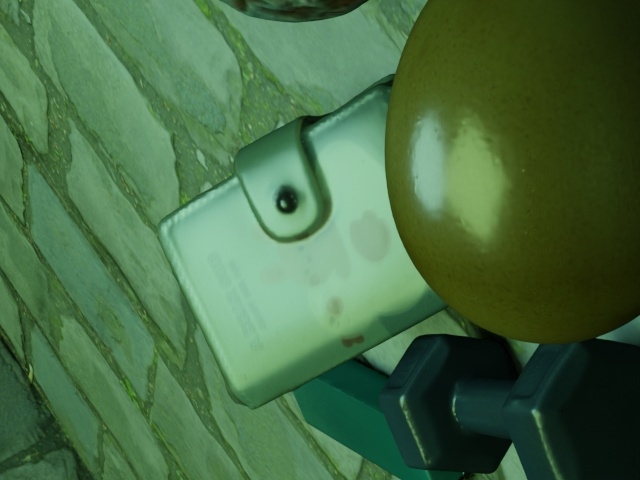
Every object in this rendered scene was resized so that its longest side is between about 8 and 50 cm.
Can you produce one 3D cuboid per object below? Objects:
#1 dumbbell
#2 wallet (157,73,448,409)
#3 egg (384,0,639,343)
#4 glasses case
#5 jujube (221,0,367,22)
[{"bbox_3d":[0.191,0.165,1.542,0.325,0.144,0.160,-4,109,65],"label":"dumbbell"},{"bbox_3d":[0.000,0.000,1.645,0.360,0.083,0.252,-30,82,29],"label":"wallet"},{"bbox_3d":[0.172,-0.077,1.213,0.250,0.250,0.322,27,131,53],"label":"egg"},{"bbox_3d":[0.064,0.210,1.938,0.301,0.070,0.117,22,139,54],"label":"glasses case"},{"bbox_3d":[0.000,-0.316,1.321,0.246,0.215,0.308,39,146,-2],"label":"jujube"}]
